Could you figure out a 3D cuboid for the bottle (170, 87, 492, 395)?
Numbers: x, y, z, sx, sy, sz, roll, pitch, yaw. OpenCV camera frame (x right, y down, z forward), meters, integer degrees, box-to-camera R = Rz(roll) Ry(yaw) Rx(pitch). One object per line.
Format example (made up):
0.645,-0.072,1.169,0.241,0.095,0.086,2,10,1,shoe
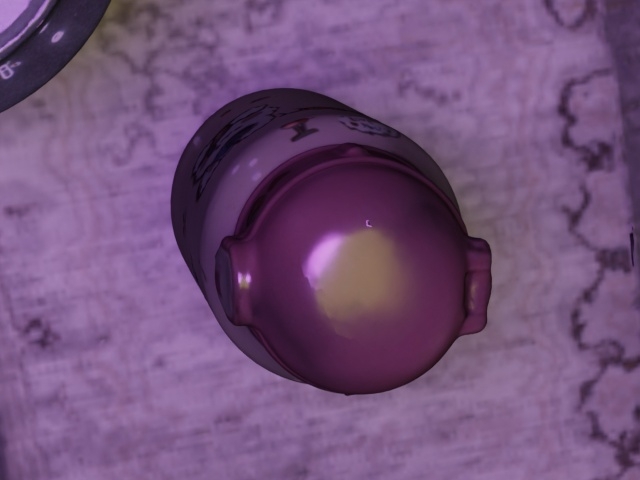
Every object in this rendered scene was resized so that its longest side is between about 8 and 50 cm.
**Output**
0.000,0.000,0.742,0.110,0.233,0.110,-2,100,-9,bottle

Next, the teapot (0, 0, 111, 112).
-0.175,-0.125,0.695,0.203,0.225,0.171,-23,101,-4,teapot
